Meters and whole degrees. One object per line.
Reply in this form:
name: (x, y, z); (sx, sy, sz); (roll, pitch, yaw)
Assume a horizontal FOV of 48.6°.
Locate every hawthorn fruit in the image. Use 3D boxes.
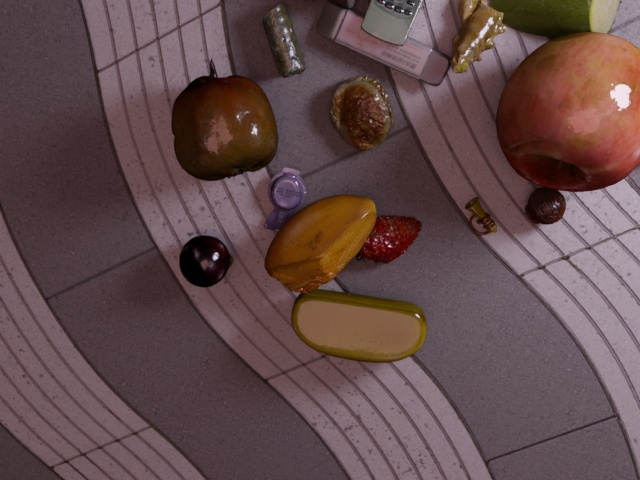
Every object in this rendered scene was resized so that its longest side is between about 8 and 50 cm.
hawthorn fruit: (-0.246, -0.307, 1.798); (0.267, 0.268, 0.301); (-8, 95, 9)

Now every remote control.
remote control: (0.202, -0.622, 1.729); (0.123, 0.038, 0.285); (24, 94, 0)

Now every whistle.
whistle: (0.426, -0.056, 1.894); (0.057, 0.046, 0.109); (-37, 105, 1)

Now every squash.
squash: (0.575, -0.592, 1.733); (0.260, 0.189, 0.189); (20, 111, 39)

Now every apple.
apple: (0.596, -0.300, 1.646); (0.363, 0.364, 0.364); (2, 106, 7)

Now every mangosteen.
mangosteen: (-0.315, 0.058, 1.976); (0.152, 0.152, 0.153); (2, 106, 7)

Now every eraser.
eraser: (0.158, -0.495, 1.791); (0.351, 0.061, 0.089); (25, 106, -1)

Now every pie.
pie: (0.107, -0.326, 1.839); (0.163, 0.079, 0.194); (-24, 101, 17)

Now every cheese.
cheese: (-0.097, -0.108, 1.942); (0.105, 0.042, 0.191); (15, 113, 1)

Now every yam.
yam: (-0.095, -0.507, 1.811); (0.078, 0.078, 0.179); (-16, 104, 11)

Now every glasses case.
glasses case: (0.104, 0.237, 1.965); (0.371, 0.141, 0.173); (8, 98, 3)

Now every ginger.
ginger: (0.385, -0.505, 1.747); (0.115, 0.081, 0.206); (12, 91, -20)

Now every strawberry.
strawberry: (0.173, 0.001, 1.920); (0.192, 0.085, 0.140); (8, 104, 3)

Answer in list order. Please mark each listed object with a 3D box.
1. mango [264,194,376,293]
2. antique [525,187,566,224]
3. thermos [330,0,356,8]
mango: (0.000, 0.000, 1.873); (0.350, 0.201, 0.199); (-42, 88, 18)
antique: (0.585, -0.090, 1.834); (0.104, 0.104, 0.104); (2, 106, 7)
thermos: (-0.027, -0.669, 1.734); (0.265, 0.146, 0.176); (21, 133, 9)
